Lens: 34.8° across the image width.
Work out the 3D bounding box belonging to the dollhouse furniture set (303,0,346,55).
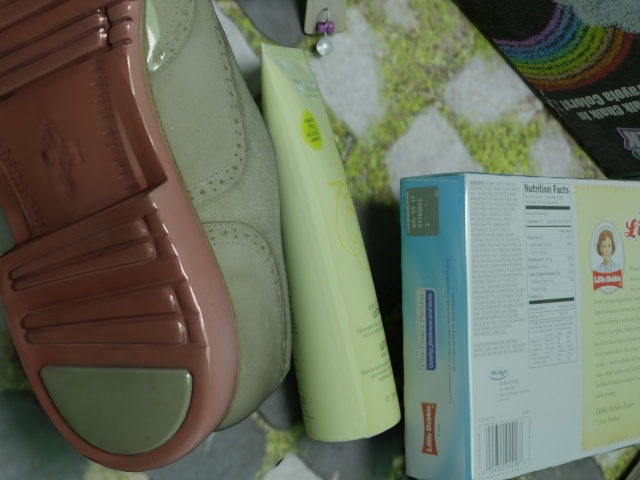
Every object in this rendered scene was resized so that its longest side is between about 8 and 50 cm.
[{"bbox_3d":[-0.035,-0.161,0.640,0.114,0.091,0.081,-4,133,-11],"label":"dollhouse furniture set"}]

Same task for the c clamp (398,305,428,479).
[{"bbox_3d":[0.082,0.100,0.698,0.137,0.022,0.160,4,87,-32],"label":"c clamp"}]

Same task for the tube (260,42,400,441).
[{"bbox_3d":[0.000,0.000,0.623,0.062,0.070,0.240,-13,95,-26],"label":"tube"}]

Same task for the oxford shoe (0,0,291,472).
[{"bbox_3d":[-0.109,-0.087,0.544,0.146,0.141,0.396,-9,88,-64],"label":"oxford shoe"}]

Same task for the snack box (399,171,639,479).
[{"bbox_3d":[0.186,0.050,0.716,0.322,0.060,0.187,0,89,-42],"label":"snack box"}]

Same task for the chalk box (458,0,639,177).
[{"bbox_3d":[0.267,-0.165,0.732,0.289,0.180,0.179,41,68,-26],"label":"chalk box"}]

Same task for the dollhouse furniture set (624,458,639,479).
[{"bbox_3d":[0.275,0.305,0.738,0.301,0.151,0.197,-43,111,-26],"label":"dollhouse furniture set"}]
